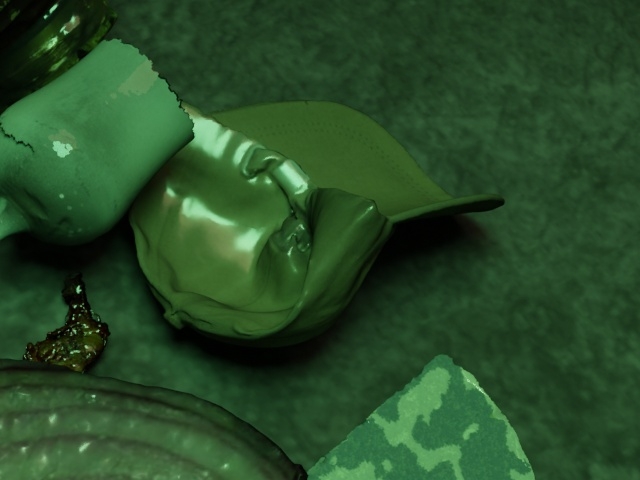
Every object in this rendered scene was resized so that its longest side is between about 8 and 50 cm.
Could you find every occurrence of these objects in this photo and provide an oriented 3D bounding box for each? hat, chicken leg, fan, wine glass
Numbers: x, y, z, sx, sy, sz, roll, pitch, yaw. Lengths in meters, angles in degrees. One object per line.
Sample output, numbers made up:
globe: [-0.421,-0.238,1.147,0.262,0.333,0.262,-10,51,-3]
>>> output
hat: [0.000,0.000,0.996,0.166,0.144,0.173,32,4,41]
chicken leg: [-0.125,0.051,0.936,0.036,0.021,0.083,18,50,7]
fan: [0.043,0.155,0.921,0.131,0.009,0.240,27,51,2]
wine glass: [-0.151,-0.013,0.909,0.079,0.079,0.195,40,67,13]

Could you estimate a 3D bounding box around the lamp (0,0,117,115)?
lamp: [-0.207,-0.174,0.954,0.247,0.247,0.247,9,52,-12]

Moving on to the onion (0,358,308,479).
onion: [-0.130,0.182,0.793,0.247,0.111,0.250,11,59,19]
